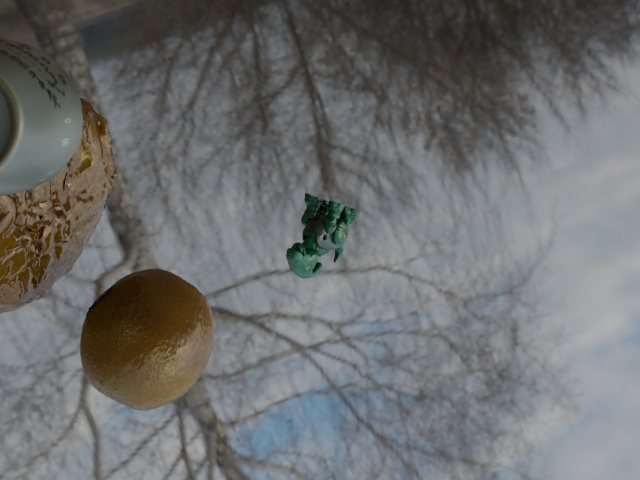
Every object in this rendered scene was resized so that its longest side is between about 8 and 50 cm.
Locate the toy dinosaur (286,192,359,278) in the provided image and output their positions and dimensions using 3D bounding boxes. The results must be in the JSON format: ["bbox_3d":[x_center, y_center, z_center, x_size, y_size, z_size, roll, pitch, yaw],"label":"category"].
[{"bbox_3d":[0.000,0.000,1.293,0.059,0.096,0.132,19,178,25],"label":"toy dinosaur"}]

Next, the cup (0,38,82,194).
[{"bbox_3d":[-0.411,-0.161,1.265,0.186,0.258,0.234,-51,-174,4],"label":"cup"}]

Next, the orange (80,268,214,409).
[{"bbox_3d":[-0.285,0.163,1.842,0.236,0.236,0.236,-17,-168,4],"label":"orange"}]

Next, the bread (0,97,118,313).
[{"bbox_3d":[-0.510,-0.073,1.838,0.215,0.398,0.398,22,-150,22],"label":"bread"}]
